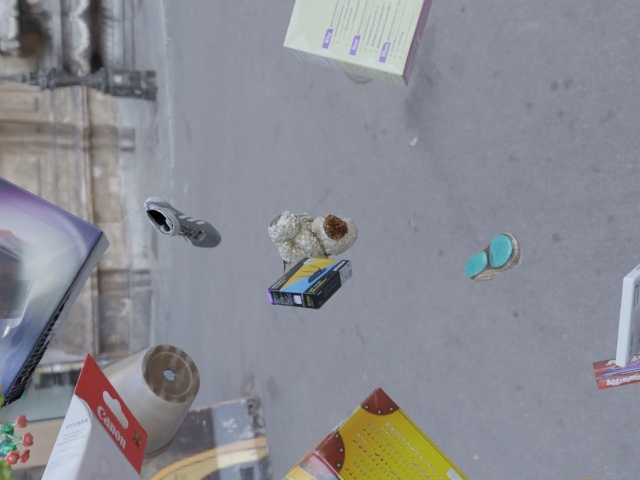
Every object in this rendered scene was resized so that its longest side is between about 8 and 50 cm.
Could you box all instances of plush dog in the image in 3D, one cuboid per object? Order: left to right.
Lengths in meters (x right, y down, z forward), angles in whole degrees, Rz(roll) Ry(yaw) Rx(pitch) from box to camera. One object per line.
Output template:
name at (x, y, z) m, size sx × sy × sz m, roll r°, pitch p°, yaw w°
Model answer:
plush dog at (0.000, 0.000, 1.832) m, size 0.262 × 0.225 × 0.211 m, roll -4°, pitch -104°, yaw -77°

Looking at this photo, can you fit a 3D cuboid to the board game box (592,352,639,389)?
board game box at (0.743, 0.265, 1.373) m, size 0.145 × 0.281 × 0.027 m, roll -8°, pitch -99°, yaw -69°

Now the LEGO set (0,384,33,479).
LEGO set at (-0.292, 0.256, 0.563) m, size 0.132 × 0.107 × 0.287 m, roll 51°, pitch -137°, yaw -59°

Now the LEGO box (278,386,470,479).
LEGO box at (0.160, 0.579, 1.206) m, size 0.500 × 0.193 × 0.372 m, roll 45°, pitch 142°, yaw 12°

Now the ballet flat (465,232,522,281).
ballet flat at (0.356, 0.033, 1.245) m, size 0.206 × 0.067 × 0.073 m, roll 129°, pitch 144°, yaw -72°

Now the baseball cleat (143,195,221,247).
baseball cleat at (-0.321, -0.024, 1.469) m, size 0.072 × 0.206 × 0.109 m, roll -53°, pitch 26°, yaw 16°

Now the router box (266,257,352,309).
router box at (-0.023, 0.098, 1.489) m, size 0.133 × 0.179 × 0.046 m, roll 2°, pitch 114°, yaw 30°

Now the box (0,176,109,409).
box at (-0.524, 0.050, 0.942) m, size 0.294 × 0.296 × 0.183 m, roll -64°, pitch 11°, yaw -14°

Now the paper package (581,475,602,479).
paper package at (0.574, 0.639, 1.200) m, size 0.168 × 0.309 × 0.325 m, roll 50°, pitch 162°, yaw -2°

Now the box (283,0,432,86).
box at (0.081, -0.440, 1.231) m, size 0.117 × 0.243 × 0.213 m, roll -12°, pitch -62°, yaw -78°

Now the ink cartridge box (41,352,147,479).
ink cartridge box at (-0.260, 0.279, 0.808) m, size 0.232 × 0.066 × 0.189 m, roll -89°, pitch -18°, yaw -56°

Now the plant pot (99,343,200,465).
plant pot at (-0.502, 0.448, 1.821) m, size 0.280 × 0.323 × 0.323 m, roll -43°, pitch 49°, yaw 32°

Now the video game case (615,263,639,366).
video game case at (0.628, 0.128, 1.237) m, size 0.022 × 0.173 × 0.190 m, roll 16°, pitch 121°, yaw 43°
